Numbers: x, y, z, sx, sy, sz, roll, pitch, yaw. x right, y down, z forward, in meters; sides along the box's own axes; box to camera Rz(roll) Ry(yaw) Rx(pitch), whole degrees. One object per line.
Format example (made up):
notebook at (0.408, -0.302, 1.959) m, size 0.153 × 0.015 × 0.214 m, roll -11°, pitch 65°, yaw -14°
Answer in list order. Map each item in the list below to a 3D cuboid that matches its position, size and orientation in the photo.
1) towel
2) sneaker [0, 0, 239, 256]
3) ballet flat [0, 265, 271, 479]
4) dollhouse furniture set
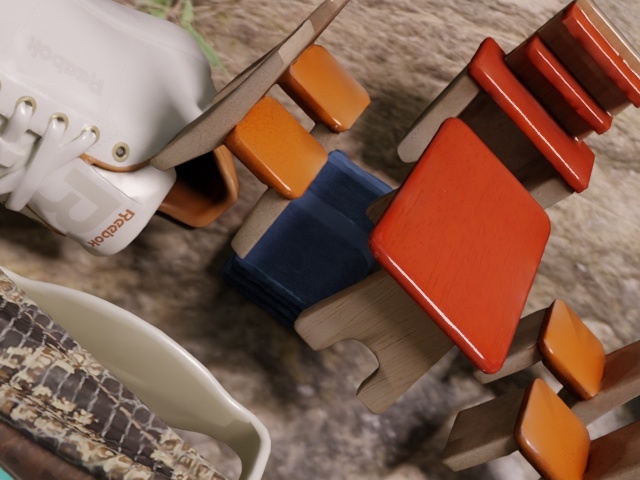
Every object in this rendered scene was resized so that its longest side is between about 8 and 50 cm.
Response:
towel at (0.000, 0.000, 0.646) m, size 0.067 × 0.029 × 0.119 m, roll 37°, pitch 46°, yaw 5°
sneaker at (-0.133, -0.059, 0.527) m, size 0.290 × 0.106 × 0.123 m, roll 4°, pitch 56°, yaw -55°
ballet flat at (-0.057, 0.129, 0.442) m, size 0.483 × 0.164 × 0.182 m, roll 42°, pitch 30°, yaw 12°
dollhouse furniture set at (0.088, -0.027, 0.594) m, size 0.262 × 0.135 × 0.259 m, roll 46°, pitch 33°, yaw -8°
